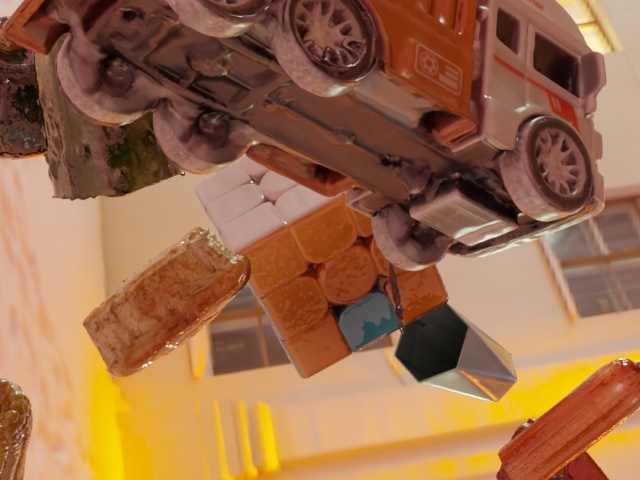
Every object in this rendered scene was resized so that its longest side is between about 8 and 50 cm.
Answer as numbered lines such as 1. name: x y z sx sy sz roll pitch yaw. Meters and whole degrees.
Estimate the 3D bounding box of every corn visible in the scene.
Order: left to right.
1. corn: -0.500 0.323 1.482 0.344 0.131 0.131 113 -28 -49

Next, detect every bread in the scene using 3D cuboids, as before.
1. bread: -0.207 0.083 1.361 0.121 0.245 0.174 55 -9 -9

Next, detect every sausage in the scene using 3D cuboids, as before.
1. sausage: 0.331 0.224 1.256 0.071 0.234 0.071 37 23 -19

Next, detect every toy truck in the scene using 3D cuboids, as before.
1. toy truck: 0.016 -0.139 0.668 0.173 0.388 0.206 -23 -131 50

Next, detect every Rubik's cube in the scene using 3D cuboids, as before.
1. Rubik's cube: 0.000 0.000 1.684 0.291 0.291 0.290 64 -6 -33

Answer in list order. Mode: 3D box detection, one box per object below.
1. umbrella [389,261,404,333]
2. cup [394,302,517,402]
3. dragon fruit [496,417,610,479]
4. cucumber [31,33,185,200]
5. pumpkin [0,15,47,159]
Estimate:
1. umbrella: 0.112 0.083 1.471 0.022 0.013 0.122 43 35 -54
2. cup: 0.249 0.211 1.774 0.236 0.134 0.148 33 13 -50
3. dragon fruit: 0.374 0.465 1.544 0.152 0.205 0.316 7 -51 55
4. cucumber: -0.217 -0.160 0.959 0.134 0.134 0.244 -119 -160 -75
5. pumpkin: -0.355 -0.176 1.137 0.190 0.190 0.146 -108 -162 -61
